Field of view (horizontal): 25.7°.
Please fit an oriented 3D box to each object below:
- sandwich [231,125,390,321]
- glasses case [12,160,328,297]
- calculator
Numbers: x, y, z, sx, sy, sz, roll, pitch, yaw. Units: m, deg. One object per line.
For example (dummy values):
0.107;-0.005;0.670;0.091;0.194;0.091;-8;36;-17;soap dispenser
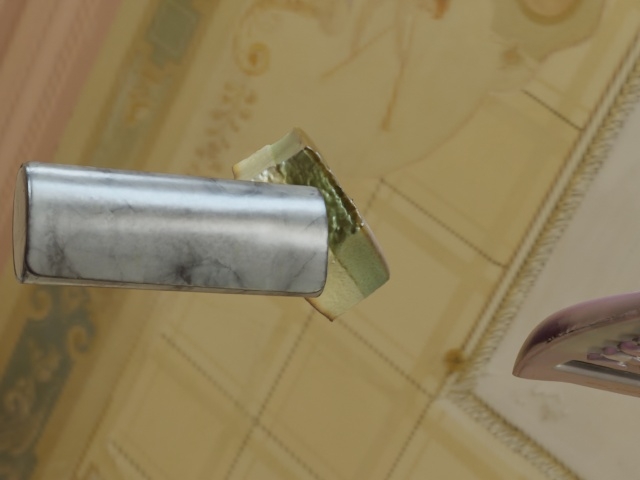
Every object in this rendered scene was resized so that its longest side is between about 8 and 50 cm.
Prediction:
0.000;0.000;1.527;0.108;0.186;0.220;-32;-75;3;sandwich
-0.137;-0.008;1.318;0.060;0.299;0.114;-25;-115;61;glasses case
0.247;0.069;0.907;0.294;0.194;0.043;140;-38;-72;calculator
